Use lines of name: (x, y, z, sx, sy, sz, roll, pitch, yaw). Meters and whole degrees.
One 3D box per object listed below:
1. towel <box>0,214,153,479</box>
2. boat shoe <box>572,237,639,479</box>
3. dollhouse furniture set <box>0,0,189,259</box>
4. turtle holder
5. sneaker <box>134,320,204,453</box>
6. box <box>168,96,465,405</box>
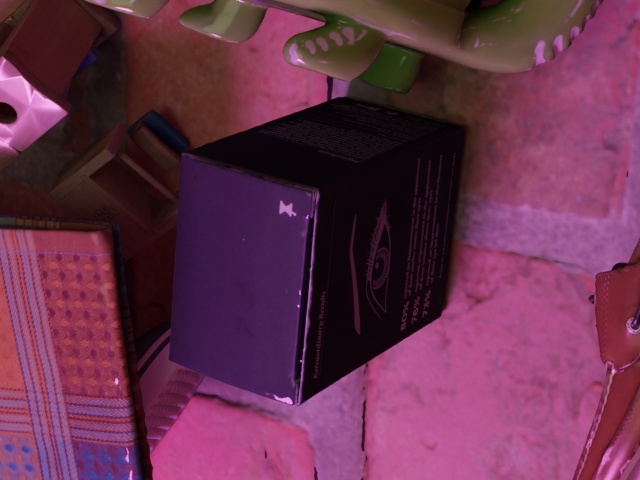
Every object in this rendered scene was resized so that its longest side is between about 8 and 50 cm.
towel: (-0.297, 0.103, 1.308, 0.370, 0.040, 0.271, 3, 109, 27)
boat shoe: (0.231, 0.048, 1.081, 0.104, 0.111, 0.307, 34, 110, 25)
dollhouse furniture set: (-0.196, -0.086, 1.324, 0.184, 0.129, 0.129, 42, 128, -19)
turtle holder: (0.022, -0.218, 1.055, 0.320, 0.243, 0.227, 21, 97, 36)
sneaker: (-0.208, 0.162, 1.377, 0.127, 0.126, 0.321, 41, 123, 10)
box: (0.000, 0.000, 1.145, 0.108, 0.207, 0.153, 17, 112, 28)
